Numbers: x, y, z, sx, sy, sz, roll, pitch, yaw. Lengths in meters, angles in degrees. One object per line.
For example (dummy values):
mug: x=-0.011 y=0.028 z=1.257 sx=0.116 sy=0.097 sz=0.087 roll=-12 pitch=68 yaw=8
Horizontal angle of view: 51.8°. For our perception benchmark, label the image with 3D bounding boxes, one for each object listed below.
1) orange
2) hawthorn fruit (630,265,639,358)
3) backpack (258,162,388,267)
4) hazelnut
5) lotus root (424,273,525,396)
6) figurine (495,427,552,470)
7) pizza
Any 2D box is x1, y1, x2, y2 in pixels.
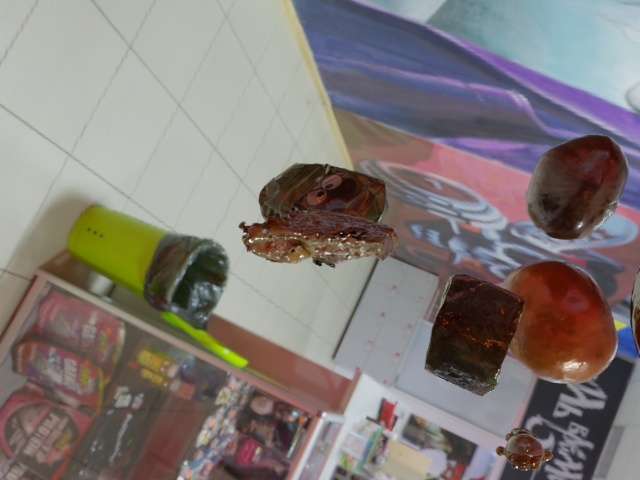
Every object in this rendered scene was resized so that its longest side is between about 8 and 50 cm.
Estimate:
orange: x=0.511 y=0.179 z=1.443 sx=0.225 sy=0.284 sz=0.284 roll=-26 pitch=162 yaw=4
hawthorn fruit: x=0.494 y=0.105 z=0.723 sx=0.316 sy=0.315 sz=0.316 roll=-57 pitch=161 yaw=-33
backpack: x=-0.001 y=-0.062 z=1.314 sx=0.207 sy=0.253 sz=0.140 roll=-45 pitch=138 yaw=-28
hazelnut: x=0.492 y=-0.098 z=1.248 sx=0.181 sy=0.180 sz=0.212 roll=21 pitch=95 yaw=-38
lotus root: x=0.232 y=0.155 z=1.027 sx=0.235 sy=0.118 sz=0.138 roll=87 pitch=24 yaw=-59
figurine: x=0.412 y=0.413 z=1.322 sx=0.143 sy=0.101 sz=0.068 roll=-6 pitch=97 yaw=-53
pizza: x=0.000 y=-0.001 z=0.912 sx=0.297 sy=0.189 sz=0.071 roll=-4 pitch=107 yaw=-68
